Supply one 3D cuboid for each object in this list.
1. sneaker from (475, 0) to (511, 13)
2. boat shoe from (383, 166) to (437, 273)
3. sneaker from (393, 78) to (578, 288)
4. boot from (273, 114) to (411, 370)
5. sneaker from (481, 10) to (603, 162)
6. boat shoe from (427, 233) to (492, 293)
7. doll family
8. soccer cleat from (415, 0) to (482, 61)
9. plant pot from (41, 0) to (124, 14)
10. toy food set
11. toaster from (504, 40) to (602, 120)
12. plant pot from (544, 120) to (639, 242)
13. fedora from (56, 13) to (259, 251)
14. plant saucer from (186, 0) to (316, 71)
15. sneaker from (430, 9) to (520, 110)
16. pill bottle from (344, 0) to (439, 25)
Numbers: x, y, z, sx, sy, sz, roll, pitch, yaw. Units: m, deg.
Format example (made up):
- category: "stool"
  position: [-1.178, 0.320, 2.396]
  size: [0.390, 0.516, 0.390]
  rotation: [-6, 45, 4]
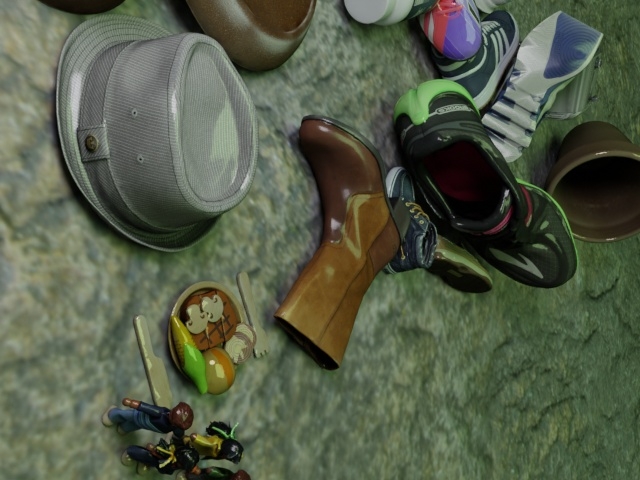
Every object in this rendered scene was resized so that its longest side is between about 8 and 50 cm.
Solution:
- category: "sneaker"
  position: [0.354, -0.626, 1.523]
  size: [0.111, 0.129, 0.297]
  rotation: [-27, 104, -48]
- category: "boat shoe"
  position: [0.149, -0.036, 1.209]
  size: [0.065, 0.083, 0.184]
  rotation: [22, 67, -47]
- category: "sneaker"
  position: [0.281, -0.052, 1.280]
  size: [0.482, 0.185, 0.202]
  rotation: [42, 34, -27]
- category: "boot"
  position: [0.000, 0.000, 1.045]
  size: [0.281, 0.096, 0.264]
  rotation: [-58, 135, -29]
- category: "sneaker"
  position: [0.410, -0.296, 1.488]
  size: [0.316, 0.127, 0.182]
  rotation: [-56, 177, 8]
- category: "boat shoe"
  position: [0.252, 0.037, 1.344]
  size: [0.190, 0.068, 0.072]
  rotation: [32, 48, -43]
- category: "doll family"
  position: [-0.141, 0.218, 0.787]
  size: [0.193, 0.111, 0.076]
  rotation: [32, 60, -43]
- category: "soccer cleat"
  position: [0.205, -0.468, 1.291]
  size: [0.116, 0.108, 0.319]
  rotation: [11, 63, -87]
- category: "plant pot"
  position: [-0.190, -0.362, 0.727]
  size: [0.215, 0.230, 0.216]
  rotation: [12, 74, -50]
- category: "toy food set"
  position: [-0.125, 0.113, 0.882]
  size: [0.192, 0.038, 0.133]
  rotation: [-25, 103, -50]
- category: "toaster"
  position: [0.479, -0.343, 1.586]
  size: [0.129, 0.226, 0.147]
  rotation: [-34, 128, -48]
- category: "plant pot"
  position: [0.658, -0.163, 1.755]
  size: [0.263, 0.262, 0.229]
  rotation: [55, 30, -30]
- category: "fedora"
  position: [-0.154, -0.128, 0.817]
  size: [0.243, 0.124, 0.276]
  rotation: [4, 81, -51]
- category: "plant saucer"
  position: [-0.083, -0.381, 0.972]
  size: [0.310, 0.050, 0.311]
  rotation: [6, 83, -59]
- category: "sneaker"
  position: [0.300, -0.393, 1.443]
  size: [0.153, 0.099, 0.282]
  rotation: [51, 51, -35]
- category: "pill bottle"
  position: [0.117, -0.409, 1.212]
  size: [0.180, 0.107, 0.108]
  rotation: [-35, 111, -47]
